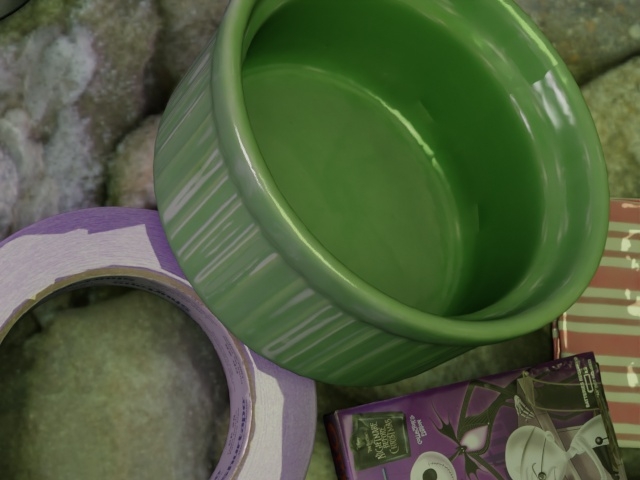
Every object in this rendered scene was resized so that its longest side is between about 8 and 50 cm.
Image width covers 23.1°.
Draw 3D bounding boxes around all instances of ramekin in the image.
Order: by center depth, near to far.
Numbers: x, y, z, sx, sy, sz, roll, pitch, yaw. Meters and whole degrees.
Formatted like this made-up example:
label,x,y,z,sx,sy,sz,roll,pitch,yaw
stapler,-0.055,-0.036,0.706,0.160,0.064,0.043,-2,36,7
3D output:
label,x,y,z,sx,sy,sz,roll,pitch,yaw
ramekin,0.034,-0.048,1.066,0.303,0.148,0.303,16,57,-27

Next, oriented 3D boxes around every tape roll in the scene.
label,x,y,z,sx,sy,sz,roll,pitch,yaw
tape roll,-0.144,0.117,1.086,0.274,0.090,0.275,2,82,-12

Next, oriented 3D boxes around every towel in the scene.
label,x,y,z,sx,sy,sz,roll,pitch,yaw
towel,0.250,0.064,1.213,0.144,0.029,0.197,2,83,-12

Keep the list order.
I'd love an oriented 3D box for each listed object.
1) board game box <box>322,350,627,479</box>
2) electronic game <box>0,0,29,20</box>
label,x,y,z,sx,sy,sz,roll,pitch,yaw
board game box,0.141,0.269,1.119,0.208,0.056,0.347,-13,82,-11
electronic game,-0.287,-0.257,1.119,0.229,0.048,0.229,1,84,-13
